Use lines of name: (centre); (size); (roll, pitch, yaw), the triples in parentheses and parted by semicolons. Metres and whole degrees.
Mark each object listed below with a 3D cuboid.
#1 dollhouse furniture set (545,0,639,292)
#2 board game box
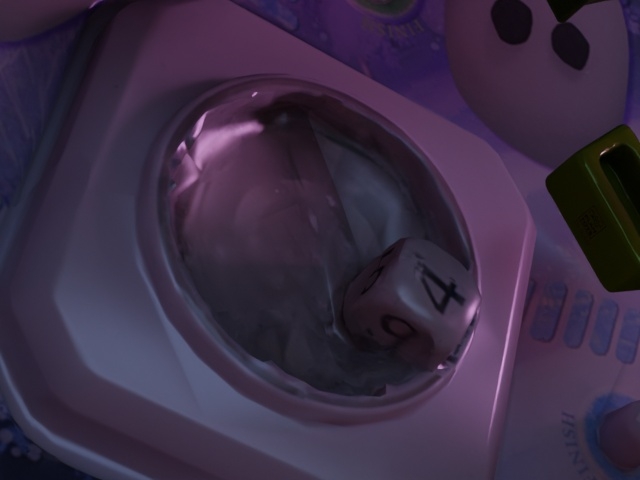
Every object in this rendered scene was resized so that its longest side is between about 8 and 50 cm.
dollhouse furniture set: (0.103, -0.006, 0.350); (0.058, 0.076, 0.151); (-16, 73, -38)
board game box: (0.000, 0.000, 0.365); (0.390, 0.050, 0.390); (-18, 75, -37)
